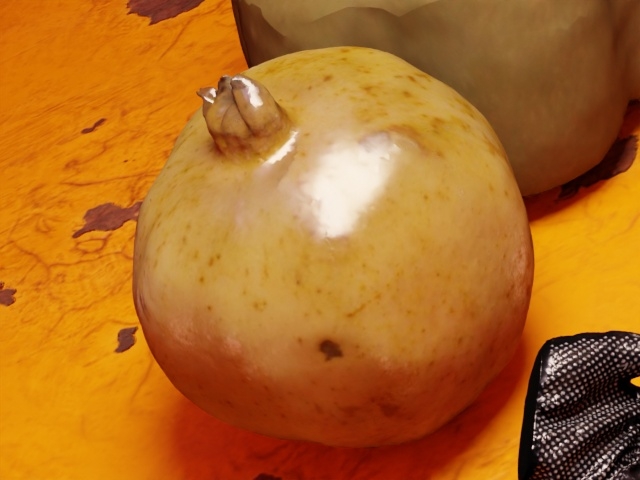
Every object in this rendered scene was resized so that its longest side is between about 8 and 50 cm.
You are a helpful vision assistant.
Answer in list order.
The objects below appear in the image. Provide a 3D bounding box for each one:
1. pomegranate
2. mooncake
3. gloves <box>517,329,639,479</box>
[{"bbox_3d":[0.000,0.000,1.444,0.342,0.342,0.342,-17,34,12],"label":"pomegranate"},{"bbox_3d":[0.134,-0.233,1.736,0.467,0.262,0.467,-14,30,8],"label":"mooncake"},{"bbox_3d":[0.241,0.139,1.336,0.180,0.106,0.129,10,40,0],"label":"gloves"}]
